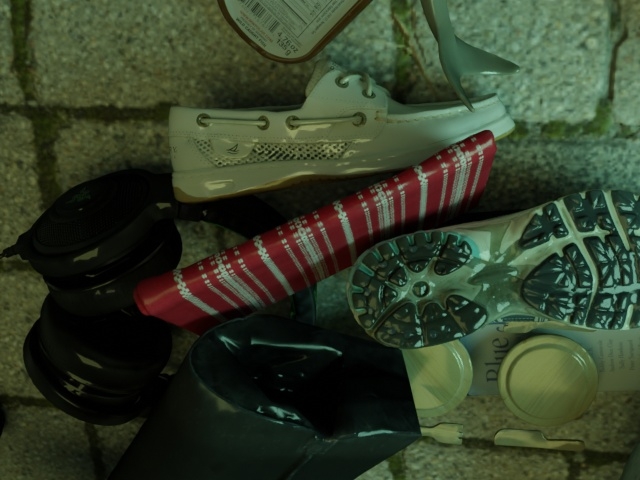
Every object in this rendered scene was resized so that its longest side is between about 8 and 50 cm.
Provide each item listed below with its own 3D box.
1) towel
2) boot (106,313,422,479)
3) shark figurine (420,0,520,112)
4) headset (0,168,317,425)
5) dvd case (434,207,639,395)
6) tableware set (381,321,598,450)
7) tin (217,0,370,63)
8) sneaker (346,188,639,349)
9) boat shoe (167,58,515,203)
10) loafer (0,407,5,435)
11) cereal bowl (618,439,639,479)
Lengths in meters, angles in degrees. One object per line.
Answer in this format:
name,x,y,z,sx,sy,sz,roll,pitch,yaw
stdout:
towel,0.000,0.000,0.831,0.275,0.199,0.031,-25,80,0
boot,-0.172,0.225,0.941,0.445,0.367,0.146,-45,56,44
shark figurine,0.106,-0.240,0.724,0.166,0.116,0.278,27,101,4
headset,-0.200,0.034,0.999,0.394,0.185,0.243,6,123,-6
dvd case,0.234,0.052,0.935,0.253,0.022,0.180,-4,117,17
tableware set,0.144,0.115,0.959,0.194,0.039,0.128,4,107,6
tin,-0.010,-0.202,0.812,0.106,0.040,0.190,40,143,-10
sneaker,0.156,0.017,0.873,0.283,0.122,0.110,-4,94,-6
boat shoe,0.012,-0.096,0.860,0.277,0.098,0.096,-10,97,2
loafer,-0.406,0.132,1.114,0.078,0.076,0.223,-15,117,13
cereal bowl,0.412,0.226,0.909,0.339,0.141,0.339,6,122,9
